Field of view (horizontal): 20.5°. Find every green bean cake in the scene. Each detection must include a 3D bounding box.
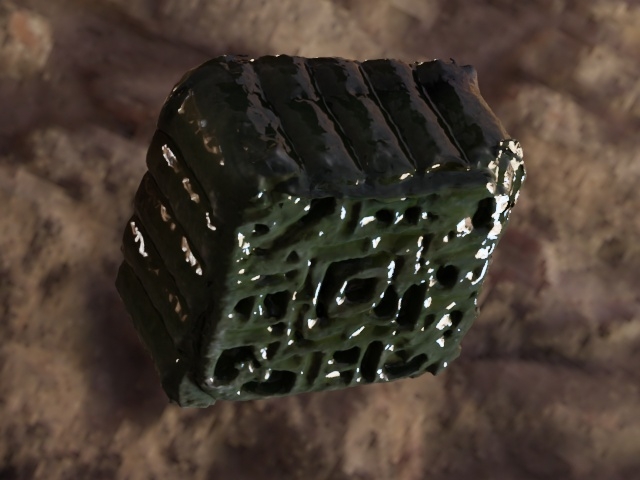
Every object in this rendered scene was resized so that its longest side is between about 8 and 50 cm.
[{"bbox_3d":[0.000,0.000,0.904,0.181,0.173,0.094,-3,-136,-26],"label":"green bean cake"}]
